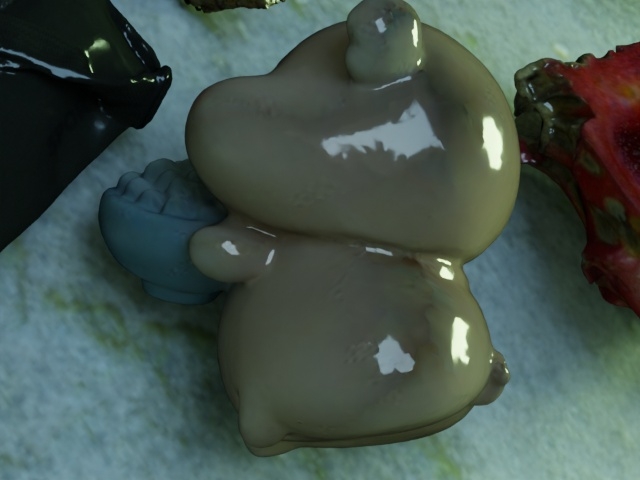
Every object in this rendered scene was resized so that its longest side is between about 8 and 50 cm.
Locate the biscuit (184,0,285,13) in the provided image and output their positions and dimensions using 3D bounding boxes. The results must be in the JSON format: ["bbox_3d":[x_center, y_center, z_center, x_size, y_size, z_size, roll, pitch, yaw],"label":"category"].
[{"bbox_3d":[-0.065,-0.229,1.126,0.034,0.064,0.199,-43,130,-52],"label":"biscuit"}]

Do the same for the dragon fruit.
[{"bbox_3d":[0.203,-0.037,1.230,0.211,0.134,0.262,35,42,0],"label":"dragon fruit"}]

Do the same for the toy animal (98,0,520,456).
[{"bbox_3d":[0.021,0.004,1.054,0.229,0.210,0.221,-34,80,0],"label":"toy animal"}]

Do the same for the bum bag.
[{"bbox_3d":[-0.191,-0.051,1.030,0.142,0.080,0.326,36,58,-5],"label":"bum bag"}]
